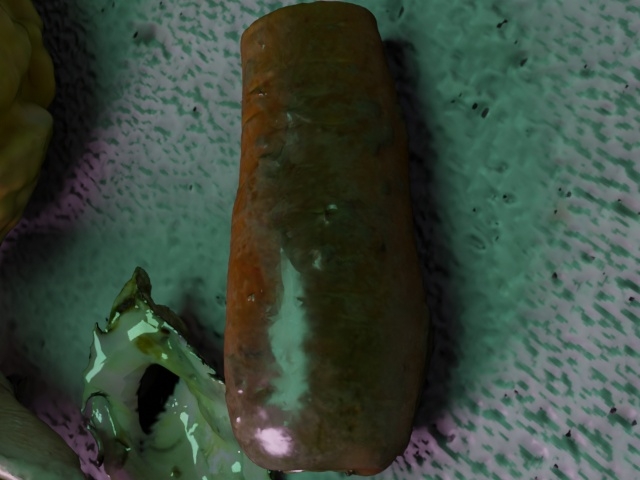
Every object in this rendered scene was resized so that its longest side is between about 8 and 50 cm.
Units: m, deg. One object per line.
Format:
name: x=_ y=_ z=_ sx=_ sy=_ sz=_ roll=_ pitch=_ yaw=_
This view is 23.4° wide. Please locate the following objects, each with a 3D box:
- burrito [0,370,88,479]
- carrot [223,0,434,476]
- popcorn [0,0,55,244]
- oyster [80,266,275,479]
burrito: x=-0.284 y=0.172 z=1.132 sx=0.190 sy=0.135 sz=0.332 roll=-52 pitch=25 yaw=-3
carrot: x=0.000 y=0.000 z=0.990 sx=0.139 sy=0.139 sz=0.302 roll=-18 pitch=71 yaw=39
popcorn: x=-0.388 y=-0.113 z=1.238 sx=0.344 sy=0.354 sz=0.390 roll=-47 pitch=10 yaw=50
oyster: x=-0.103 y=0.135 z=1.110 sx=0.209 sy=0.072 sz=0.133 roll=44 pitch=107 yaw=16
